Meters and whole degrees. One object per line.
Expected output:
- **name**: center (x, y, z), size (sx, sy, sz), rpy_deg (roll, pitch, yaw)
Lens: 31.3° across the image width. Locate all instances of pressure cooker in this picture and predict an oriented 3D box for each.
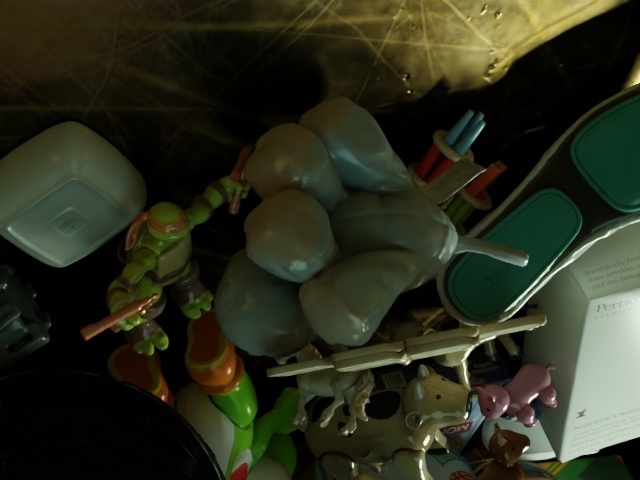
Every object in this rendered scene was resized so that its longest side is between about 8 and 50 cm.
- **pressure cooker**: center (-0.295, 0.364, 1.216), size (0.370, 0.375, 0.420), rpy_deg (-49, 172, -35)

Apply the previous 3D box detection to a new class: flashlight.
- **flashlight**: center (-0.426, 0.134, 1.176), size (0.304, 0.103, 0.103), rpy_deg (-35, 116, 7)

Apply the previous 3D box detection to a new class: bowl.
- **bowl**: center (-0.247, -0.034, 1.103), size (0.142, 0.053, 0.142), rpy_deg (-33, 141, 10)

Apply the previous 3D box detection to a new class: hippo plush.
- **hippo plush**: center (0.000, 0.000, 1.179), size (0.294, 0.234, 0.236), rpy_deg (-22, 173, -40)

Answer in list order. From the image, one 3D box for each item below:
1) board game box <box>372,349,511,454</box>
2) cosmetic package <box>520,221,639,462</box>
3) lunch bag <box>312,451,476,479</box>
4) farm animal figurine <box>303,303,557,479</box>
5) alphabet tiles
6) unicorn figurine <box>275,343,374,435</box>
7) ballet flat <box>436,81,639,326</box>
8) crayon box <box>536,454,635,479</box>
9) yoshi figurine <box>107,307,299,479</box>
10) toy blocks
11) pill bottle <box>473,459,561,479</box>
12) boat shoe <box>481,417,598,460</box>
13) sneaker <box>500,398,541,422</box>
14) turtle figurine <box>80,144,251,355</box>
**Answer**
- **board game box**: center (0.152, 0.250, 1.620), size (0.194, 0.060, 0.194), rpy_deg (-10, 138, -17)
- **cosmetic package**: center (0.396, 0.111, 1.506), size (0.217, 0.156, 0.385), rpy_deg (-16, 142, -6)
- **lunch bag**: center (0.103, 0.382, 1.487), size (0.243, 0.303, 0.115), rpy_deg (2, 113, -12)
- **farm animal figurine**: center (0.118, 0.202, 1.383), size (0.327, 0.330, 0.172), rpy_deg (-20, 122, 15)
- **alphabet tiles**: center (0.089, 0.115, 1.179), size (0.278, 0.021, 0.284), rpy_deg (-12, 172, 4)
- **unicorn figurine**: center (-0.003, 0.170, 1.357), size (0.162, 0.111, 0.060), rpy_deg (6, 158, 24)
- **ballet flat**: center (0.291, -0.054, 1.288), size (0.400, 0.139, 0.139), rpy_deg (-39, 140, 4)
- **crayon box**: center (0.362, 0.467, 1.955), size (0.318, 0.081, 0.202), rpy_deg (1, 135, -28)
- **yoshi figurine**: center (-0.122, 0.237, 1.424), size (0.203, 0.203, 0.362), rpy_deg (-51, 136, -32)
- **toy blocks**: center (0.155, -0.074, 1.256), size (0.123, 0.054, 0.148), rpy_deg (13, 128, -36)
- **pill bottle**: center (0.292, 0.405, 1.664), size (0.162, 0.162, 0.278), rpy_deg (-21, 179, -3)
- **boat shoe**: center (0.376, 0.286, 1.745), size (0.301, 0.108, 0.102), rpy_deg (-14, 139, -23)
- **sneaker**: center (0.274, 0.232, 1.609), size (0.058, 0.135, 0.052), rpy_deg (21, 97, -6)
- **turtle figurine**: center (-0.165, 0.029, 1.147), size (0.269, 0.087, 0.217), rpy_deg (-55, 169, -32)
